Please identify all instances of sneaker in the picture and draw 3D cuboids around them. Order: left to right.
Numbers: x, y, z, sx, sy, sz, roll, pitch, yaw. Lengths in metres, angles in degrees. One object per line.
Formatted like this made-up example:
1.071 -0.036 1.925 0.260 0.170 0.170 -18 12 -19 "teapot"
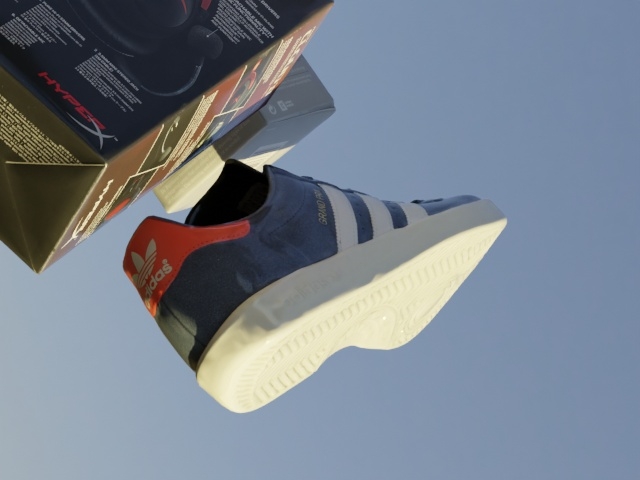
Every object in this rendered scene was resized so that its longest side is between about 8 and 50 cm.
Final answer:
0.000 0.000 1.367 0.148 0.350 0.131 43 -62 18 "sneaker"

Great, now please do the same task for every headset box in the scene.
-0.146 -0.143 1.222 0.218 0.293 0.110 42 -49 5 "headset box"

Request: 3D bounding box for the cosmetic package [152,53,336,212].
-0.115 -0.155 1.474 0.127 0.107 0.238 -38 -101 34 "cosmetic package"
